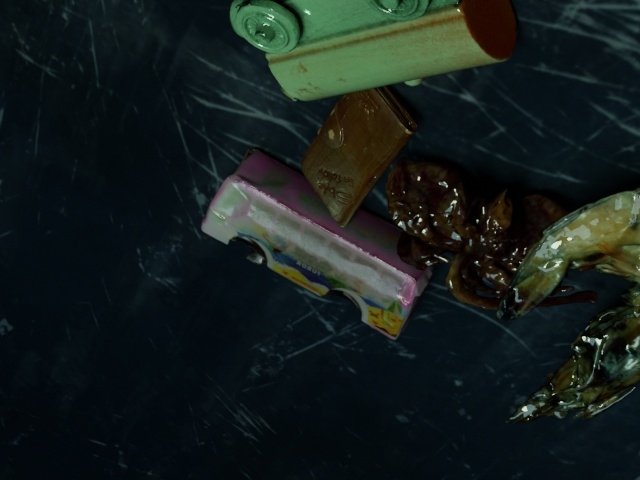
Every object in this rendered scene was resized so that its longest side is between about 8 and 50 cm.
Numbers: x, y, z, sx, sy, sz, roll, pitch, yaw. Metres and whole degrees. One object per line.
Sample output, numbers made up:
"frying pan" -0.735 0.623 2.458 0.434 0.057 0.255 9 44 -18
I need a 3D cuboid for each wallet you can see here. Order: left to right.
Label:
"wallet" 0.035 -0.098 1.294 0.095 0.026 0.176 55 142 15

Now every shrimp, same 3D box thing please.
"shrimp" 0.276 0.071 1.219 0.233 0.071 0.365 24 129 -21

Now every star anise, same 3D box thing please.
"star anise" 0.166 -0.001 1.254 0.220 0.126 0.190 9 136 34

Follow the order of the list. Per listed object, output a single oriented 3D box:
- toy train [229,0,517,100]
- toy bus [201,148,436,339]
"toy train" 0.049 -0.211 1.139 0.285 0.116 0.177 -7 138 39
"toy bus" 0.000 0.000 1.406 0.274 0.090 0.112 29 135 8
